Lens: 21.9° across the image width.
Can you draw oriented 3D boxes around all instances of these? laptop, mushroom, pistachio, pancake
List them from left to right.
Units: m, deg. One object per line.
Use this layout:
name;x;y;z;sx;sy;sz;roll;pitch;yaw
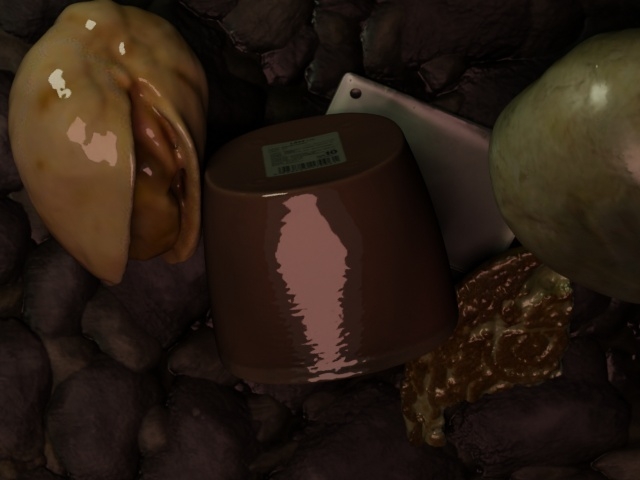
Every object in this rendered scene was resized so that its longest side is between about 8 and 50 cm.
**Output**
pistachio;-0.229;-0.108;1.824;0.229;0.238;0.321;-17;114;-22
laptop;0.116;-0.071;1.927;0.269;0.015;0.187;22;119;-7
pancake;0.214;0.115;2.004;0.197;0.054;0.376;30;119;-22
mushroom;0.348;-0.081;1.761;0.352;0.260;0.352;9;146;6

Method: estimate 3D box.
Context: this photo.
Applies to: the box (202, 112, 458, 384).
box;0.000;0.000;1.806;0.301;0.301;0.216;-7;114;10
